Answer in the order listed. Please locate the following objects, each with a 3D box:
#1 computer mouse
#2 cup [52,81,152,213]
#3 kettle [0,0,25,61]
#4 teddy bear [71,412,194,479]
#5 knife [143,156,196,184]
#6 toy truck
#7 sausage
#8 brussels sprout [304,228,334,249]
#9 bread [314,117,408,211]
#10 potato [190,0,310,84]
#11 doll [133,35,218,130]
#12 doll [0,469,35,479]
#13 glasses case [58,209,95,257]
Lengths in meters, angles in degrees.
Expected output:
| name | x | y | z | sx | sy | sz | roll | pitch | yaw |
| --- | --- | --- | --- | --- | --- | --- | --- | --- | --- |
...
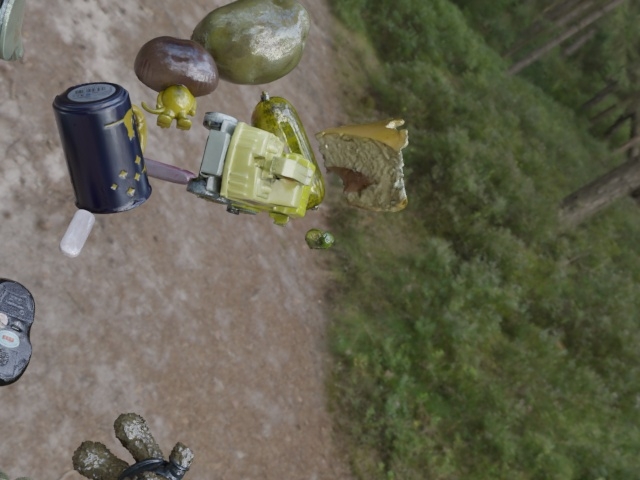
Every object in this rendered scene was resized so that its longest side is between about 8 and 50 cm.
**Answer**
| name | x | y | z | sx | sy | sz | roll | pitch | yaw |
| --- | --- | --- | --- | --- | --- | --- | --- | --- | --- |
| computer mouse | -0.671 | 0.193 | 1.493 | 0.137 | 0.097 | 0.233 | 46 | 35 | -48 |
| cup | -0.496 | -0.233 | 1.652 | 0.255 | 0.179 | 0.256 | -109 | -167 | -57 |
| kettle | -0.581 | -0.348 | 1.089 | 0.243 | 0.210 | 0.159 | 16 | 70 | -16 |
| teddy bear | -0.298 | 0.403 | 1.217 | 0.251 | 0.182 | 0.129 | 34 | -18 | 48 |
| knife | -0.461 | -0.184 | 1.881 | 0.278 | 0.123 | 0.053 | 16 | 12 | 11 |
| toy truck | -0.085 | -0.098 | 1.088 | 0.272 | 0.157 | 0.124 | 27 | 77 | -77 |
| sausage | -0.081 | -0.212 | 1.790 | 0.123 | 0.123 | 0.347 | -94 | 164 | -59 |
| brussels sprout | 0.001 | 0.000 | 1.534 | 0.051 | 0.046 | 0.083 | 12 | 2 | -29 |
| bread | 0.144 | -0.177 | 1.597 | 0.211 | 0.224 | 0.183 | -26 | 115 | -45 |
| potato | -0.183 | -0.546 | 1.981 | 0.243 | 0.326 | 0.221 | 53 | -29 | 9 |
| doll | -0.260 | -0.277 | 1.251 | 0.145 | 0.096 | 0.188 | 24 | 61 | -2 |
| doll | -0.735 | 0.598 | 1.682 | 0.278 | 0.175 | 0.149 | -164 | -117 | -70 |
| glasses case | -0.364 | -0.011 | 1.079 | 0.032 | 0.021 | 0.083 | 25 | 49 | -18 |
